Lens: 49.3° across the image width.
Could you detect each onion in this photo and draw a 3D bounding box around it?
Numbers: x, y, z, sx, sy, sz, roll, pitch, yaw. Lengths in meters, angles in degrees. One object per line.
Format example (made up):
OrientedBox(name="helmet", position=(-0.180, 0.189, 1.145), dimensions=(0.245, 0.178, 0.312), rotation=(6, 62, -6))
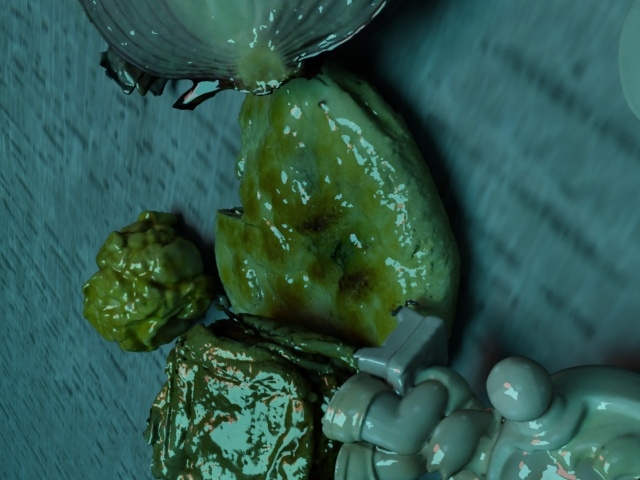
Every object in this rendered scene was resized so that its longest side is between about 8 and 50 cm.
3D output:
OrientedBox(name="onion", position=(-0.068, -0.288, 0.484), dimensions=(0.267, 0.159, 0.349), rotation=(-5, 124, 20))

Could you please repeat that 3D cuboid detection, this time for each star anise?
OrientedBox(name="star anise", position=(-0.214, -0.256, 0.758), dimensions=(0.236, 0.093, 0.229), rotation=(-122, 13, -52))

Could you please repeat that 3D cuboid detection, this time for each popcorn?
OrientedBox(name="popcorn", position=(-0.223, 0.054, 0.882), dimensions=(0.194, 0.140, 0.163), rotation=(-34, 82, 49))

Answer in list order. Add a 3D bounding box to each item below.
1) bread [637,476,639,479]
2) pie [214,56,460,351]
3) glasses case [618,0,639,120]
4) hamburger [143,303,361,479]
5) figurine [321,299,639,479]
OrientedBox(name="bread", position=(0.276, 0.076, 0.248), dimensions=(0.262, 0.204, 0.162), rotation=(-33, 89, 47))
OrientedBox(name="pie", position=(0.000, 0.000, 0.638), dimensions=(0.337, 0.075, 0.337), rotation=(26, 126, 43))
OrientedBox(name="glasses case", position=(0.251, -0.094, 0.313), dimensions=(0.233, 0.059, 0.092), rotation=(9, 111, 50))
OrientedBox(name="hamburger", position=(-0.045, 0.156, 0.624), dimensions=(0.206, 0.130, 0.183), rotation=(16, 100, 28))
OrientedBox(name="figurine", position=(0.145, 0.142, 0.468), dimensions=(0.256, 0.144, 0.182), rotation=(13, 111, 31))
